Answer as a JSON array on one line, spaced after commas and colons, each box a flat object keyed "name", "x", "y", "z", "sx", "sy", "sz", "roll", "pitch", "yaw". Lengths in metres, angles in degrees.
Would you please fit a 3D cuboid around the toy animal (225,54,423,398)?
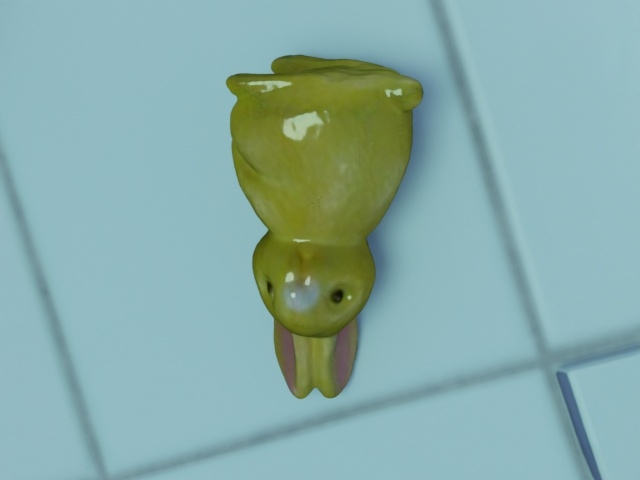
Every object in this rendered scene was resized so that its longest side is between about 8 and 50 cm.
[{"name": "toy animal", "x": 0.002, "y": 0.001, "z": 0.756, "sx": 0.083, "sy": 0.070, "sz": 0.159, "roll": 10, "pitch": 108, "yaw": 24}]
